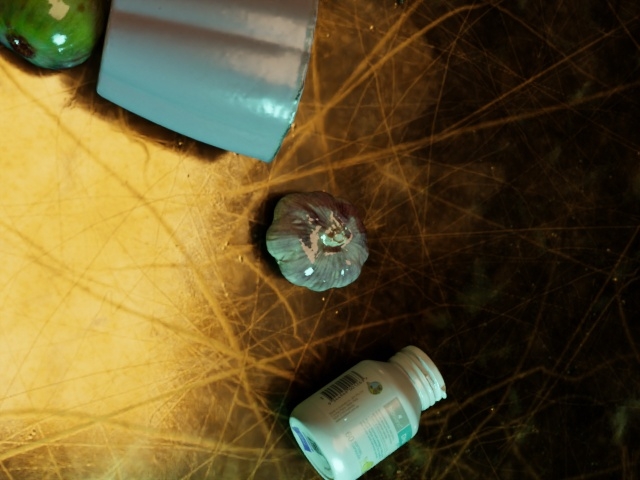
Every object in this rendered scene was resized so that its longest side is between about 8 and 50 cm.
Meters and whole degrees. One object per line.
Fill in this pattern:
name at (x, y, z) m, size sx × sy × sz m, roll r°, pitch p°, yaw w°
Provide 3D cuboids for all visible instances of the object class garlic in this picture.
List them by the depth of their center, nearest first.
garlic at (0.000, 0.000, 1.362) m, size 0.159 × 0.102 × 0.147 m, roll 41°, pitch 78°, yaw -21°

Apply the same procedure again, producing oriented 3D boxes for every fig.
fig at (-0.322, -0.334, 1.199) m, size 0.149 × 0.149 × 0.245 m, roll 32°, pitch 61°, yaw -23°

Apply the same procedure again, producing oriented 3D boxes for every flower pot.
flower pot at (-0.150, -0.250, 1.202) m, size 0.243 × 0.265 × 0.265 m, roll 10°, pitch 89°, yaw -17°

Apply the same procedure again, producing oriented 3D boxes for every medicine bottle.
medicine bottle at (0.075, 0.249, 1.396) m, size 0.215 × 0.135 × 0.135 m, roll -32°, pitch 106°, yaw -19°

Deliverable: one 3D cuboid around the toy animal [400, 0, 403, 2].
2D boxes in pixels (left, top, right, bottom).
toy animal at (0.092, -0.410, 1.352) m, size 0.273 × 0.160 × 0.197 m, roll -17°, pitch 125°, yaw 2°
